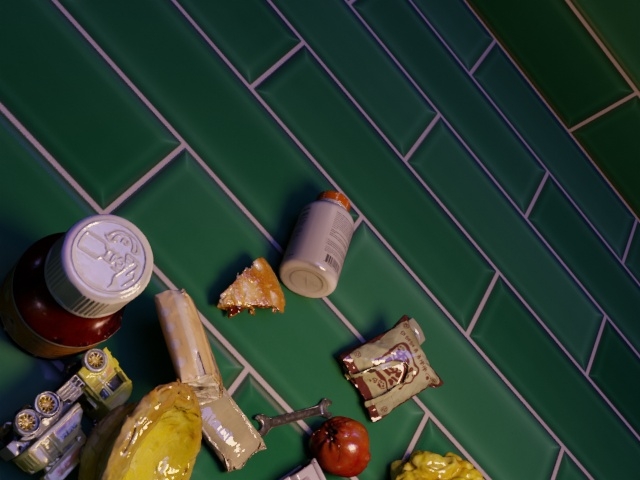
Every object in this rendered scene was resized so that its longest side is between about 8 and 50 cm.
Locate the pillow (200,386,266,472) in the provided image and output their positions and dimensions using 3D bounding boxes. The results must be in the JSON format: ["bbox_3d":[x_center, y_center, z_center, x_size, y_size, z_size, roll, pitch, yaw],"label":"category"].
[{"bbox_3d":[-0.218,0.417,1.809,0.119,0.053,0.208,-38,94,-42],"label":"pillow"}]

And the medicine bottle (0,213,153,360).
[{"bbox_3d":[-0.463,0.079,1.545,0.242,0.395,0.242,16,59,-29],"label":"medicine bottle"}]

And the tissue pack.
[{"bbox_3d":[-0.286,0.231,1.739,0.090,0.186,0.222,-20,66,-10],"label":"tissue pack"}]

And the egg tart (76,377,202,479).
[{"bbox_3d":[-0.357,0.429,1.566,0.345,0.132,0.345,-44,141,-50],"label":"egg tart"}]

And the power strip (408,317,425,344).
[{"bbox_3d":[0.230,0.291,2.280,0.227,0.029,0.080,-33,91,-45],"label":"power strip"}]

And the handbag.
[{"bbox_3d":[0.189,0.341,2.129,0.235,0.127,0.213,-27,89,-23],"label":"handbag"}]

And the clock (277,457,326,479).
[{"bbox_3d":[-0.057,0.629,1.816,0.253,0.083,0.186,-23,83,-45],"label":"clock"}]

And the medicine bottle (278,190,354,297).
[{"bbox_3d":[0.000,0.000,2.145,0.157,0.157,0.288,37,49,-21],"label":"medicine bottle"}]

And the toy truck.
[{"bbox_3d":[-0.487,0.344,1.565,0.157,0.124,0.272,50,45,-8],"label":"toy truck"}]

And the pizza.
[{"bbox_3d":[-0.182,0.135,1.982,0.194,0.069,0.154,-19,81,-38],"label":"pizza"}]

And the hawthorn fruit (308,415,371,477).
[{"bbox_3d":[0.059,0.508,1.948,0.172,0.148,0.148,56,40,-36],"label":"hawthorn fruit"}]

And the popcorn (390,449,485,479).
[{"bbox_3d":[0.278,0.640,1.997,0.250,0.242,0.235,-7,89,-55],"label":"popcorn"}]

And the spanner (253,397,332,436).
[{"bbox_3d":[-0.062,0.431,1.963,0.254,0.015,0.054,-4,71,-42],"label":"spanner"}]
